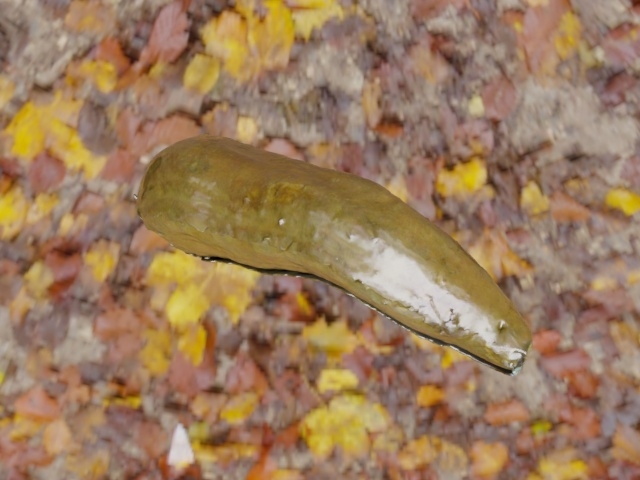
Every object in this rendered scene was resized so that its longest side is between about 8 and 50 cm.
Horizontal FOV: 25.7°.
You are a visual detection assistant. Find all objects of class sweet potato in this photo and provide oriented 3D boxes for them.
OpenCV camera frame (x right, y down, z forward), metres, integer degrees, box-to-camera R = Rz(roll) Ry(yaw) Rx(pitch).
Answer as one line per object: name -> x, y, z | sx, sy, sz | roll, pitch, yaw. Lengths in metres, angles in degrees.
sweet potato -> 0.000, -0.002, 0.691 | 0.233, 0.062, 0.081 | 22, 162, 29
